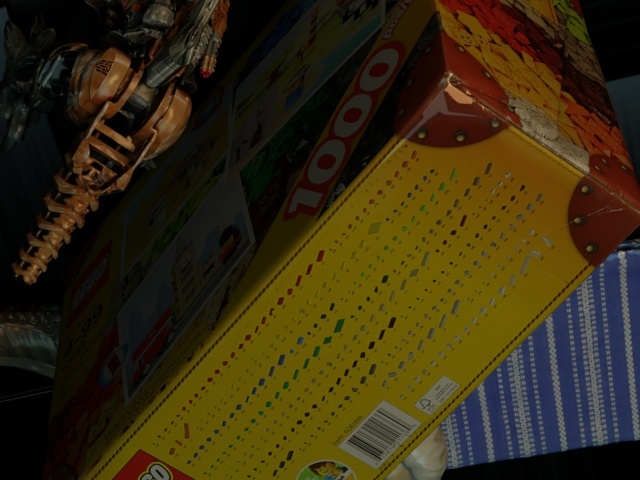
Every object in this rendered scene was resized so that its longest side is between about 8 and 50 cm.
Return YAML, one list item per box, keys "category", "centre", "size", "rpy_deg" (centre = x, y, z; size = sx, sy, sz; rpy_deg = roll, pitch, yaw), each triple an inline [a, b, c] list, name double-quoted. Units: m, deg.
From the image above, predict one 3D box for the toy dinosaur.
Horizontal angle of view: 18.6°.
- category: "toy dinosaur"
  centre: [-0.165, -0.123, 1.545]
  size: [0.322, 0.218, 0.164]
  rpy_deg: [-43, 106, -23]

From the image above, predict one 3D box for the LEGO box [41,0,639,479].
- category: "LEGO box"
  centre: [0.000, 0.000, 1.553]
  size: [0.193, 0.372, 0.500]
  rpy_deg: [32, 117, -22]

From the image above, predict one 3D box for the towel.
- category: "towel"
  centre: [0.195, 0.117, 1.844]
  size: [0.336, 0.040, 0.243]
  rpy_deg: [-9, 125, 3]

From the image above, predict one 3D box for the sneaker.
- category: "sneaker"
  centre: [-0.267, 0.080, 1.791]
  size: [0.188, 0.066, 0.071]
  rpy_deg: [19, 105, -21]

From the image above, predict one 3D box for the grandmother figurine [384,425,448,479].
- category: "grandmother figurine"
  centre: [-0.006, 0.260, 1.870]
  size: [0.207, 0.104, 0.342]
  rpy_deg: [29, 129, -30]
